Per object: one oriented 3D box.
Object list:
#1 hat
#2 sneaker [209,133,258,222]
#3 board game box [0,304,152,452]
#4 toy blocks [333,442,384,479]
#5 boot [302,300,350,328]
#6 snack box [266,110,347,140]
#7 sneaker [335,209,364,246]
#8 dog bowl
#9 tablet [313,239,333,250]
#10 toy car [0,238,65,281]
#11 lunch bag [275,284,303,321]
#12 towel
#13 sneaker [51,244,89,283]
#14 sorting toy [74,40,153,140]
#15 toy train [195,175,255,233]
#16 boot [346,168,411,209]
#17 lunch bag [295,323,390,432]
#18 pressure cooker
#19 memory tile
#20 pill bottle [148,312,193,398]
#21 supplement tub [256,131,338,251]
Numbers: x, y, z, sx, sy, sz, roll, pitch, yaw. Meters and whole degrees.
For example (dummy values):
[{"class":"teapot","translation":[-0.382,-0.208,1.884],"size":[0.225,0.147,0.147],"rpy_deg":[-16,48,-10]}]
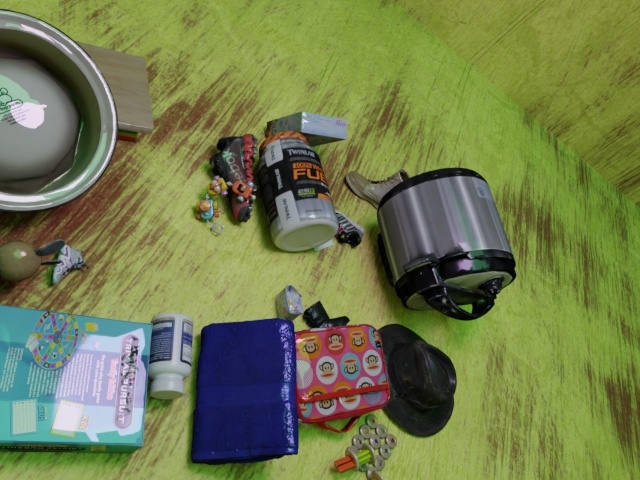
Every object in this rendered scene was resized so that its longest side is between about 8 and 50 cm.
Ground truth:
[{"class":"hat","translation":[0.287,0.370,1.517],"size":[0.332,0.134,0.331],"rpy_deg":[18,53,-25]},{"class":"sneaker","translation":[-0.248,-0.179,1.525],"size":[0.135,0.097,0.275],"rpy_deg":[3,69,-15]},{"class":"board game box","translation":[-0.510,0.269,1.037],"size":[0.336,0.079,0.253],"rpy_deg":[14,54,-29]},{"class":"toy blocks","translation":[0.071,0.563,1.273],"size":[0.148,0.054,0.123],"rpy_deg":[-11,73,-33]},{"class":"boot","translation":[0.016,0.211,1.486],"size":[0.121,0.045,0.099],"rpy_deg":[-31,85,-38]},{"class":"snack box","translation":[-0.045,-0.347,1.704],"size":[0.175,0.207,0.070],"rpy_deg":[1,92,-37]},{"class":"sneaker","translation":[0.066,-0.035,1.675],"size":[0.171,0.063,0.074],"rpy_deg":[29,42,-24]},{"class":"dog bowl","translation":[-0.656,-0.258,1.141],"size":[0.408,0.150,0.407],"rpy_deg":[0,90,-39]},{"class":"tablet","translation":[0.000,0.000,1.645],"size":[0.083,0.006,0.054],"rpy_deg":[-20,74,-42]},{"class":"toy car","translation":[-0.610,0.023,1.064],"size":[0.189,0.155,0.148],"rpy_deg":[-3,63,-32]},{"class":"lunch bag","translation":[-0.084,0.165,1.425],"size":[0.053,0.071,0.083],"rpy_deg":[2,60,-34]},{"class":"towel","translation":[-0.163,0.330,1.199],"size":[0.228,0.076,0.308],"rpy_deg":[-4,60,2]},{"class":"sneaker","translation":[-0.545,0.057,1.183],"size":[0.069,0.038,0.098],"rpy_deg":[19,52,-25]},{"class":"sorting toy","translation":[-0.590,-0.387,1.415],"size":[0.257,0.089,0.255],"rpy_deg":[4,59,-34]},{"class":"toy train","translation":[-0.258,-0.108,1.436],"size":[0.125,0.046,0.166],"rpy_deg":[35,81,6]},{"class":"boot","translation":[0.207,-0.193,1.813],"size":[0.213,0.165,0.077],"rpy_deg":[37,45,-12]},{"class":"lunch bag","translation":[0.030,0.347,1.347],"size":[0.293,0.120,0.257],"rpy_deg":[0,75,-34]},{"class":"pressure cooker","translation":[0.379,0.037,1.626],"size":[0.370,0.375,0.420],"rpy_deg":[-9,67,-9]},{"class":"memory tile","translation":[0.132,0.528,1.380],"size":[0.113,0.012,0.148],"rpy_deg":[46,45,-1]},{"class":"pill bottle","translation":[-0.328,0.251,1.172],"size":[0.094,0.094,0.169],"rpy_deg":[15,53,-28]},{"class":"supplement tub","translation":[-0.075,-0.144,1.556],"size":[0.194,0.193,0.315],"rpy_deg":[2,60,-35]}]
